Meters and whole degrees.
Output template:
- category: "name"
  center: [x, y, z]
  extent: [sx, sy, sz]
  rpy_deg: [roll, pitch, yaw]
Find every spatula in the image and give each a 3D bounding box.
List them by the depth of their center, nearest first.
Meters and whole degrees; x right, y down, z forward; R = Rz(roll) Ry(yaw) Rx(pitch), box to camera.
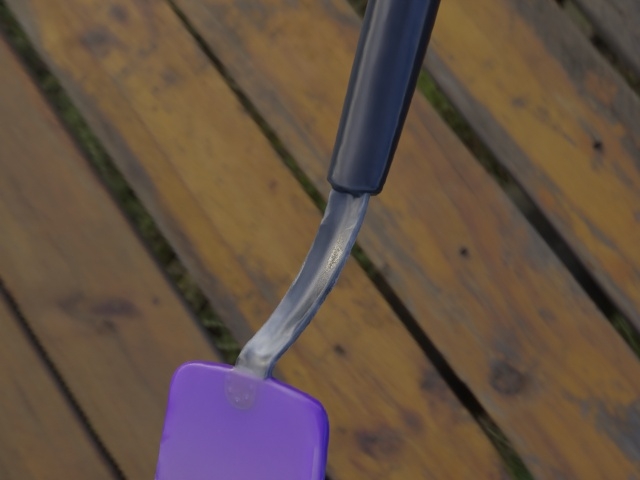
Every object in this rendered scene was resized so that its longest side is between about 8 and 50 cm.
- category: "spatula"
  center: [0.000, 0.000, 0.750]
  extent: [0.084, 0.030, 0.296]
  rpy_deg: [14, 82, 37]
